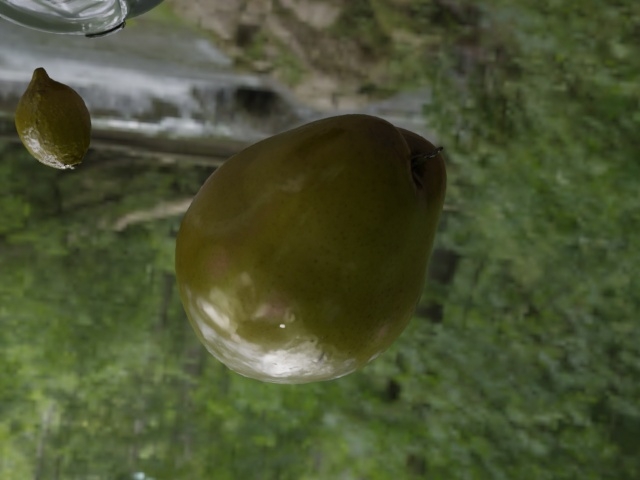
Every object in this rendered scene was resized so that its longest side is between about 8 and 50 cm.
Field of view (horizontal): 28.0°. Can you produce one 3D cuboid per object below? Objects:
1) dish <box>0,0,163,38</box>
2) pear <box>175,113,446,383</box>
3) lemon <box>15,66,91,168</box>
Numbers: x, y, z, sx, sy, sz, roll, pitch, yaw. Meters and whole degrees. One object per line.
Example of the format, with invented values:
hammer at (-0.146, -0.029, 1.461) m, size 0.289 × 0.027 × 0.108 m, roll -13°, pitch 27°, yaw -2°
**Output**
dish at (-0.161, -0.172, 0.781) m, size 0.190 × 0.066 × 0.191 m, roll 3°, pitch 161°, yaw 1°
pear at (-0.005, 0.011, 1.374) m, size 0.285 × 0.285 × 0.336 m, roll 3°, pitch 162°, yaw -26°
lemon at (-0.231, -0.105, 1.113) m, size 0.065 × 0.092 × 0.065 m, roll -20°, pitch -175°, yaw 2°
